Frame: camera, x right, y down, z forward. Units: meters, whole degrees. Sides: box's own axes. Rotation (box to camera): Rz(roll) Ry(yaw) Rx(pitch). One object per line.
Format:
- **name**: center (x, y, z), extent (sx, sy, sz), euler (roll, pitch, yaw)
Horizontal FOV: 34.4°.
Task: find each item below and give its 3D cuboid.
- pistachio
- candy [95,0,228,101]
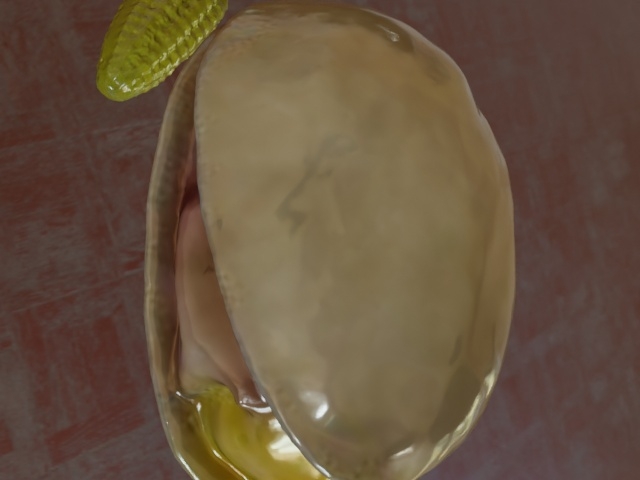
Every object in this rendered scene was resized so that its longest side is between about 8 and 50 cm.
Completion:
- **pistachio**: center (0.000, 0.000, 0.614), extent (0.230, 0.230, 0.309), euler (31, 55, -41)
- **candy**: center (-0.183, -0.223, 1.120), extent (0.094, 0.106, 0.199), euler (59, 40, -31)
